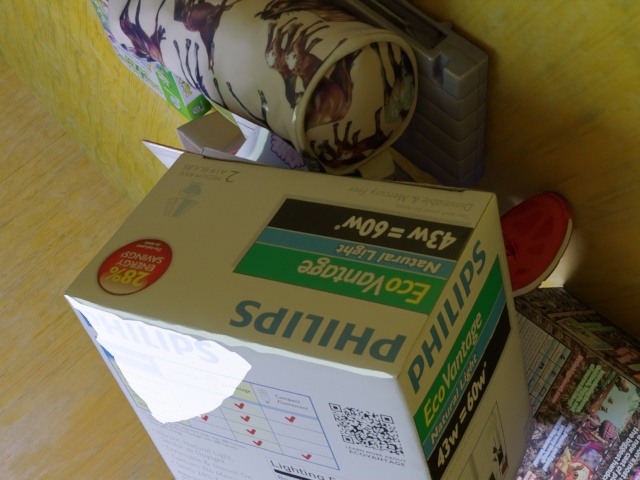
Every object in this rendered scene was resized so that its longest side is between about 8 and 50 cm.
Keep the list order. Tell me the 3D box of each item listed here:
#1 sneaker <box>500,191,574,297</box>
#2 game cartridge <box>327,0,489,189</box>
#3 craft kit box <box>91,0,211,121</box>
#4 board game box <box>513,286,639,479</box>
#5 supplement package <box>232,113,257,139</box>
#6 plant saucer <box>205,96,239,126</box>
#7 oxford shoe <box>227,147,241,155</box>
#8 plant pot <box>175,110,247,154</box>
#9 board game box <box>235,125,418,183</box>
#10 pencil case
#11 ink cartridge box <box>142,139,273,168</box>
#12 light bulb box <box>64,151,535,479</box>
[{"bbox_3d":[0.172,0.031,1.074,0.128,0.221,0.087,6,-141,-52],"label":"sneaker"},{"bbox_3d":[0.050,-0.221,1.146,0.355,0.068,0.230,41,167,26],"label":"game cartridge"},{"bbox_3d":[-0.323,-0.369,1.829,0.250,0.061,0.246,41,165,28],"label":"craft kit box"},{"bbox_3d":[0.304,0.226,1.133,0.141,0.232,0.291,0,-149,-49],"label":"board game box"},{"bbox_3d":[-0.068,-0.205,1.416,0.105,0.105,0.179,30,156,50],"label":"supplement package"},{"bbox_3d":[-0.169,-0.287,1.626,0.241,0.037,0.241,45,164,17],"label":"plant saucer"},{"bbox_3d":[-0.001,-0.025,1.691,0.397,0.140,0.146,42,-172,23],"label":"oxford shoe"},{"bbox_3d":[-0.189,-0.177,1.834,0.109,0.096,0.109,40,162,26],"label":"plant pot"},{"bbox_3d":[0.000,0.000,1.319,0.318,0.066,0.318,43,131,1],"label":"board game box"},{"bbox_3d":[-0.078,-0.211,1.112,0.410,0.160,0.183,35,140,39],"label":"pencil case"},{"bbox_3d":[-0.021,-0.044,1.129,0.296,0.066,0.261,17,161,21],"label":"ink cartridge box"},{"bbox_3d":[0.000,0.128,1.000,0.358,0.225,0.361,10,138,28],"label":"light bulb box"}]
